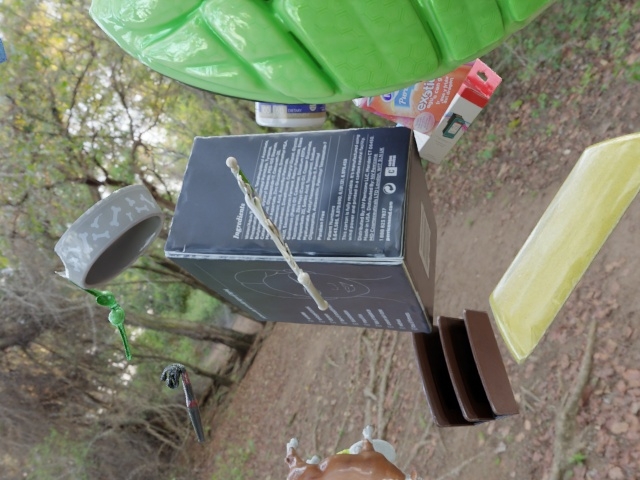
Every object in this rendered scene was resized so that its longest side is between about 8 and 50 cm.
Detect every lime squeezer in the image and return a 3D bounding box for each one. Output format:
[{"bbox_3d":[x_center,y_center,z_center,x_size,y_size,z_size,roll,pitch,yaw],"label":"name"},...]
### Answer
[{"bbox_3d":[-0.653,0.223,1.707,0.059,0.310,0.110,-30,15,-3],"label":"lime squeezer"}]

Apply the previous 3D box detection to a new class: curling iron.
[{"bbox_3d":[-0.357,0.437,1.476,0.035,0.068,0.273,-78,-24,-60],"label":"curling iron"}]

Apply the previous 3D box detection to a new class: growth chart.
[{"bbox_3d":[-0.063,-0.002,0.835,0.021,0.237,0.172,-33,-17,-2],"label":"growth chart"}]

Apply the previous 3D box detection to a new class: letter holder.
[{"bbox_3d":[0.395,0.356,1.546,0.152,0.215,0.301,-34,55,39],"label":"letter holder"}]

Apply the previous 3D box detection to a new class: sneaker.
[{"bbox_3d":[0.076,-0.214,0.389,0.202,0.483,0.185,20,129,67],"label":"sneaker"},{"bbox_3d":[0.071,0.580,1.390,0.126,0.240,0.091,104,148,-52],"label":"sneaker"}]

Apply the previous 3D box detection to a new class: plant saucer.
[{"bbox_3d":[0.344,0.012,0.797,0.332,0.081,0.333,-58,-20,3],"label":"plant saucer"}]

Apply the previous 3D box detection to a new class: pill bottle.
[{"bbox_3d":[-0.047,-0.274,0.848,0.112,0.112,0.186,-88,-2,-73],"label":"pill bottle"}]

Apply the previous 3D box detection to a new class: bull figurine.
[{"bbox_3d":[0.067,0.502,1.194,0.188,0.311,0.101,-118,27,-71],"label":"bull figurine"}]

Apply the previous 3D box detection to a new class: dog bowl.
[{"bbox_3d":[-0.593,-0.001,1.576,0.348,0.102,0.349,-47,-3,-3],"label":"dog bowl"}]

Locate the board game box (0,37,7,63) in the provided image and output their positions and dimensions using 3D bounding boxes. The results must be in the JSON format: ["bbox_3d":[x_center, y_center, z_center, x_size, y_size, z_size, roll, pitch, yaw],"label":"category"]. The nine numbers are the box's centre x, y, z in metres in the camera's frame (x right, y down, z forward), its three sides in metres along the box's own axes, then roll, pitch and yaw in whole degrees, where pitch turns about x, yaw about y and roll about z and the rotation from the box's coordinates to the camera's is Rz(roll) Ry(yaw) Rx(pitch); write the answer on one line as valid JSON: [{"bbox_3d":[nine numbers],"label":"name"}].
[{"bbox_3d":[-0.548,-0.225,0.701,0.160,0.212,0.039,-22,-84,-75],"label":"board game box"}]

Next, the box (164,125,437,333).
[{"bbox_3d":[0.000,0.000,1.241,0.480,0.473,0.297,55,-142,-61],"label":"box"}]

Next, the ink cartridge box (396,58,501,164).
[{"bbox_3d":[0.287,-0.307,1.250,0.231,0.078,0.134,-55,36,27],"label":"ink cartridge box"}]

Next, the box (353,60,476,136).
[{"bbox_3d":[0.115,-0.324,0.959,0.142,0.154,0.299,-61,27,27],"label":"box"}]
